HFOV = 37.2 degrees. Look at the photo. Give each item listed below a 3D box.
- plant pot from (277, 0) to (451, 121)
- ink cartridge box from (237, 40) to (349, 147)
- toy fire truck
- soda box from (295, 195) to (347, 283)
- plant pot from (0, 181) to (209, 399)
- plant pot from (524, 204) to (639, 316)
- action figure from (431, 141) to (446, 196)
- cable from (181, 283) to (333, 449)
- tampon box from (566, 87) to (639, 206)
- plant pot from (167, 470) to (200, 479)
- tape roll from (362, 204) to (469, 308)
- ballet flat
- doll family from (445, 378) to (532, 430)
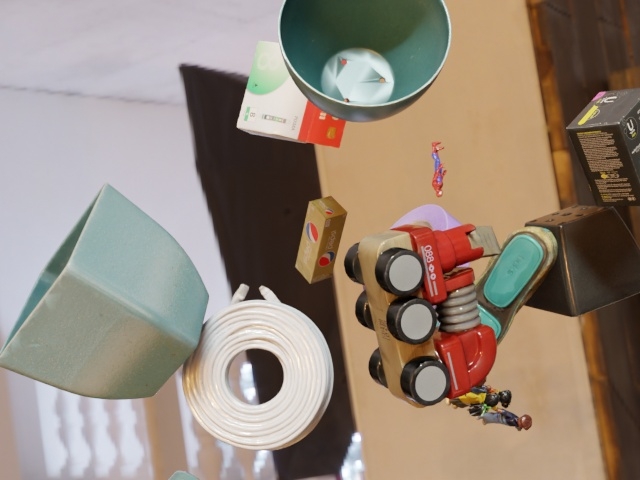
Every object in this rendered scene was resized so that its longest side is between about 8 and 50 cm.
[{"bbox_3d":[0.070,-0.323,1.672,0.290,0.290,0.195,-8,-18,-5],"label":"plant pot"},{"bbox_3d":[-0.045,-0.283,1.843,0.224,0.181,0.056,14,-1,35],"label":"ink cartridge box"},{"bbox_3d":[0.170,0.071,1.230,0.246,0.217,0.158,-18,11,-21],"label":"toy fire truck"},{"bbox_3d":[0.000,0.000,1.971,0.058,0.061,0.181,-17,-42,-33],"label":"soda box"},{"bbox_3d":[-0.326,0.110,1.542,0.247,0.252,0.248,-48,20,28],"label":"plant pot"},{"bbox_3d":[0.491,0.028,1.813,0.188,0.167,0.187,-17,9,-17],"label":"plant pot"},{"bbox_3d":[0.235,-0.139,1.892,0.030,0.115,0.038,-3,-22,19],"label":"action figure"},{"bbox_3d":[-0.105,0.228,1.616,0.257,0.257,0.089,-52,-7,-5],"label":"cable"},{"bbox_3d":[0.503,-0.154,1.582,0.101,0.161,0.120,1,36,49],"label":"tampon box"},{"bbox_3d":[-0.230,0.572,1.503,0.334,0.341,0.341,-53,15,-22],"label":"plant pot"},{"bbox_3d":[0.222,0.053,2.205,0.090,0.275,0.274,35,-25,-24],"label":"tape roll"},{"bbox_3d":[0.322,0.112,1.765,0.123,0.123,0.349,-4,-45,-50],"label":"ballet flat"},{"bbox_3d":[0.294,0.283,1.670,0.193,0.076,0.111,26,-24,-36],"label":"doll family"}]
